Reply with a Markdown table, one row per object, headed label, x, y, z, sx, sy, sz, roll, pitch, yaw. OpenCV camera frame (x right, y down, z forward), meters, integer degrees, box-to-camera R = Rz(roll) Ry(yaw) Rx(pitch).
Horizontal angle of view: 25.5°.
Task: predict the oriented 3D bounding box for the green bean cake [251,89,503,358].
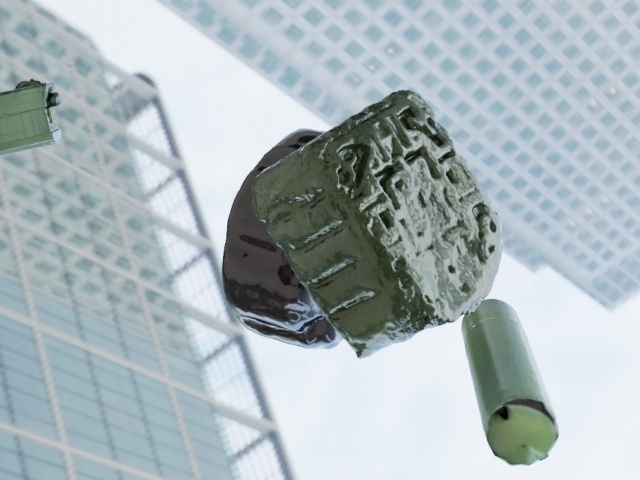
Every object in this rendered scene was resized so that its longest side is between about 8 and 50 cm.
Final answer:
| label | x | y | z | sx | sy | sz | roll | pitch | yaw |
| --- | --- | --- | --- | --- | --- | --- | --- | --- | --- |
| green bean cake | 0.069 | -0.016 | 1.415 | 0.125 | 0.222 | 0.227 | -26 | -84 | 43 |

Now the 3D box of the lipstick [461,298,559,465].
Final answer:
| label | x | y | z | sx | sy | sz | roll | pitch | yaw |
| --- | --- | --- | --- | --- | --- | --- | --- | --- | --- |
| lipstick | 0.195 | 0.142 | 1.495 | 0.076 | 0.076 | 0.304 | -45 | -167 | 12 |

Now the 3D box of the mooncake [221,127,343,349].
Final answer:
| label | x | y | z | sx | sy | sz | roll | pitch | yaw |
| --- | --- | --- | --- | --- | --- | --- | --- | --- | --- |
| mooncake | 0.000 | 0.000 | 1.790 | 0.141 | 0.283 | 0.283 | 14 | -102 | 29 |

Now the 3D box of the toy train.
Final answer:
| label | x | y | z | sx | sy | sz | roll | pitch | yaw |
| --- | --- | --- | --- | --- | --- | --- | --- | --- | --- |
| toy train | -0.257 | -0.100 | 1.168 | 0.093 | 0.038 | 0.056 | -12 | -82 | 5 |
